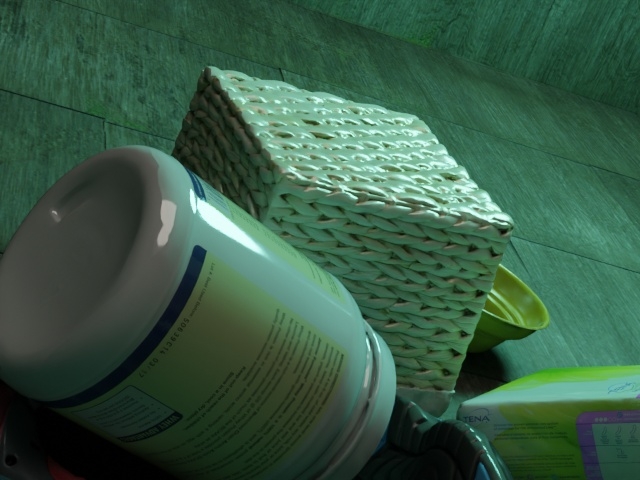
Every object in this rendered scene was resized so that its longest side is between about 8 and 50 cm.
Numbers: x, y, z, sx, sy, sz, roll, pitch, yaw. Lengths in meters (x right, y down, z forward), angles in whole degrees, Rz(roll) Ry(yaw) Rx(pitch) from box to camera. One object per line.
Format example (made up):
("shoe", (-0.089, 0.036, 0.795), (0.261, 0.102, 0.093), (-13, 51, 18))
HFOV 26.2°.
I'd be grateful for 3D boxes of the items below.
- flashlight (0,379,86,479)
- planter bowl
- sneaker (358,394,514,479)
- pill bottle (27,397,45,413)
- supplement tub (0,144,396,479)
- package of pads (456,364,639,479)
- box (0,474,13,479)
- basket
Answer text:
("flashlight", (-0.208, 0.213, 1.151), (0.304, 0.103, 0.103), (31, -7, 16))
("planter bowl", (0.183, 0.083, 1.788), (0.217, 0.090, 0.217), (27, 20, -11))
("sneaker", (0.143, 0.237, 1.305), (0.140, 0.125, 0.341), (28, 4, -15))
("pill bottle", (-0.266, 0.100, 1.329), (0.108, 0.108, 0.193), (29, 23, 15))
("supplement tub", (-0.107, 0.089, 1.230), (0.325, 0.235, 0.235), (38, 10, -37))
("package of pads", (0.322, 0.199, 1.495), (0.297, 0.101, 0.229), (-7, 2, 37))
("box", (-0.439, 0.248, 0.614), (0.472, 0.297, 0.480), (25, 23, 2))
("basket", (0.000, 0.000, 1.598), (0.331, 0.266, 0.328), (12, 24, -28))
